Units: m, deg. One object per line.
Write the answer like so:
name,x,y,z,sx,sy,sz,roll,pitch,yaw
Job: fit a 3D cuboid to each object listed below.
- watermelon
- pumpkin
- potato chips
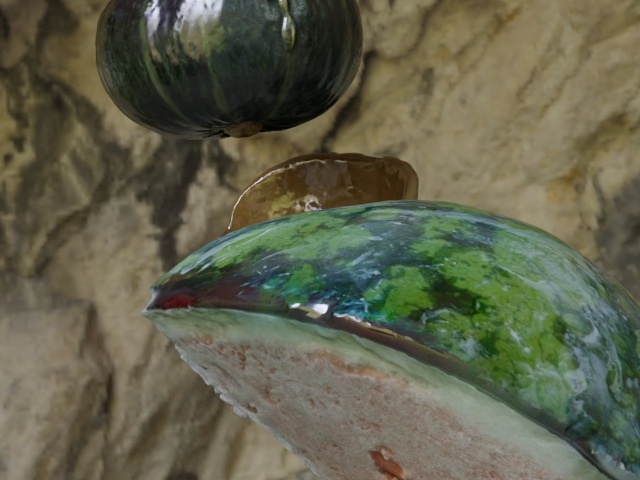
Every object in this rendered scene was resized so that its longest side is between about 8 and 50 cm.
watermelon,0.073,0.078,0.622,0.305,0.224,0.180,42,-83,-16
pumpkin,-0.070,-0.157,1.018,0.212,0.152,0.211,-15,-6,-2
potato chips,-0.001,0.001,1.110,0.208,0.195,0.062,-30,-54,11
